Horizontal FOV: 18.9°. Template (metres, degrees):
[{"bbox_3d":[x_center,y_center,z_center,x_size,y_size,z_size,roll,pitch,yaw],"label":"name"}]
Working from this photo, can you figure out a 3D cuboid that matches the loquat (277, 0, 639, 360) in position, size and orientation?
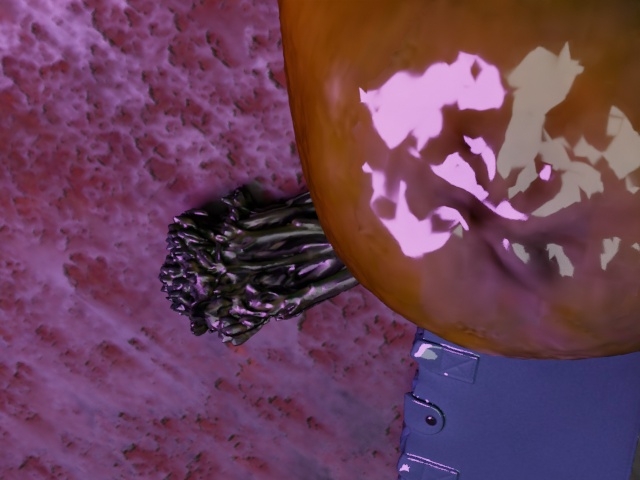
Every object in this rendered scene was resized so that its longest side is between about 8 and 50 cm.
[{"bbox_3d":[0.107,-0.090,0.901,0.276,0.284,0.276,6,126,9],"label":"loquat"}]

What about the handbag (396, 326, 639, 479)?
[{"bbox_3d":[0.119,0.111,1.147,0.144,0.057,0.221,13,122,11],"label":"handbag"}]

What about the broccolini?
[{"bbox_3d":[0.007,0.005,1.109,0.203,0.091,0.068,-10,161,3],"label":"broccolini"}]
